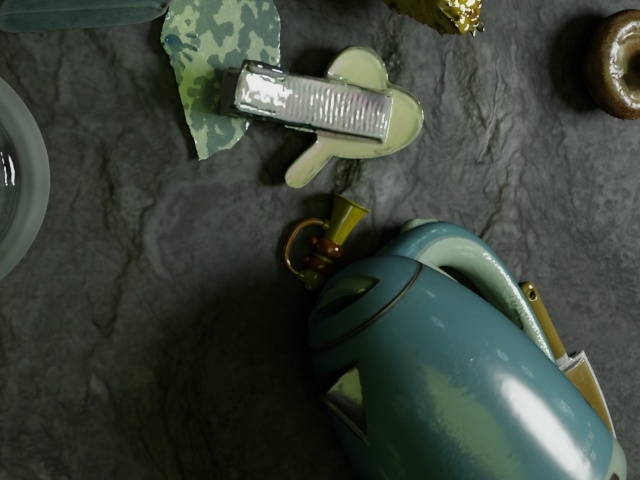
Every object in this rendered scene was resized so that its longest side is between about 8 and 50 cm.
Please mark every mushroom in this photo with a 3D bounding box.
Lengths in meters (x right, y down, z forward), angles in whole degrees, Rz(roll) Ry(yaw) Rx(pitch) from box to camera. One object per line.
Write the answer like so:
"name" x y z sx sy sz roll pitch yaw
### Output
"mushroom" 0.360 -0.204 1.216 0.109 0.085 0.126 28 88 13

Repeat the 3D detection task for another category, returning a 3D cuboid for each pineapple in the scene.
"pineapple" 0.072 -0.304 1.072 0.233 0.135 0.079 43 72 -29

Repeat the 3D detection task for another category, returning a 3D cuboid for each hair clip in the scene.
"hair clip" 0.003 -0.129 1.093 0.218 0.071 0.159 7 100 -21

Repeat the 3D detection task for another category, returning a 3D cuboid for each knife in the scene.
"knife" 0.307 0.154 1.272 0.046 0.022 0.256 -35 108 -18

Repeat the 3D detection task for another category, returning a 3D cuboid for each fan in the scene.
"fan" -0.101 -0.202 1.076 0.131 0.009 0.240 -1 97 -22

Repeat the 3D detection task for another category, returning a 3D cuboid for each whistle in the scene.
"whistle" 0.003 0.000 1.126 0.057 0.046 0.109 31 91 -36

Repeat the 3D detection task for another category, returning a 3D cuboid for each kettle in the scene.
"kettle" 0.140 0.145 1.118 0.342 0.247 0.319 53 46 -11

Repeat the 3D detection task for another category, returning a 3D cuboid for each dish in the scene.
"dish" -0.374 -0.054 0.948 0.260 0.085 0.260 -3 97 -21

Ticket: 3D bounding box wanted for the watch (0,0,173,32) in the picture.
"watch" -0.249 -0.323 0.944 0.253 0.161 0.241 -9 87 -23
